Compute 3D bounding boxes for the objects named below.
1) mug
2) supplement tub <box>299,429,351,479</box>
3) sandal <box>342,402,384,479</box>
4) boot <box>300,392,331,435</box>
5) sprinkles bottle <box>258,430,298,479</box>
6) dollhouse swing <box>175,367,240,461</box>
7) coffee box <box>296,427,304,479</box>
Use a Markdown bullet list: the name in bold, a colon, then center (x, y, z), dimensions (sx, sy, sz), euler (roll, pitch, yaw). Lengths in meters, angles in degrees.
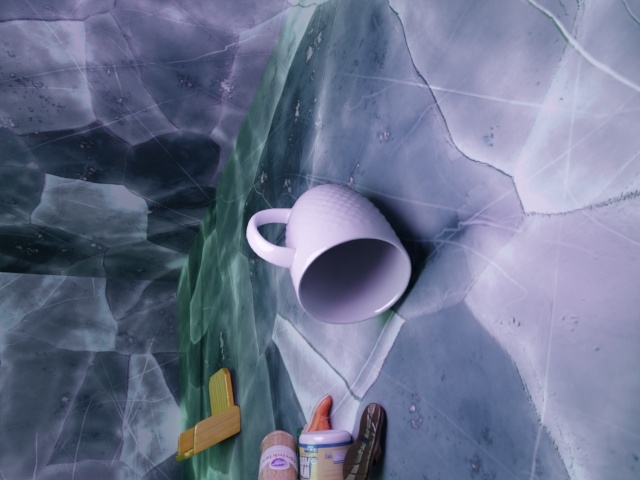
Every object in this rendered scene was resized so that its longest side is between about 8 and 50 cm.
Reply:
- **mug**: center (0.000, 0.000, 1.156), dimensions (0.328, 0.375, 0.276), euler (-111, 32, -51)
- **supplement tub**: center (0.018, 0.625, 1.227), dimensions (0.144, 0.145, 0.199), euler (-34, 55, 56)
- **sandal**: center (0.122, 0.524, 1.154), dimensions (0.090, 0.060, 0.219), euler (6, 75, 57)
- **boot**: center (0.010, 0.544, 1.366), dimensions (0.085, 0.059, 0.157), euler (23, 89, 27)
- **sprinkles bottle**: center (-0.120, 0.683, 1.289), dimensions (0.355, 0.122, 0.121), euler (-135, 53, -83)
- **dollhouse swing**: center (-0.567, 0.828, 2.172), dimensions (0.347, 0.316, 0.304), euler (-44, 67, 51)
- **coffee box**: center (-0.031, 0.684, 1.420), dimensions (0.113, 0.041, 0.183), euler (-38, 51, 54)
